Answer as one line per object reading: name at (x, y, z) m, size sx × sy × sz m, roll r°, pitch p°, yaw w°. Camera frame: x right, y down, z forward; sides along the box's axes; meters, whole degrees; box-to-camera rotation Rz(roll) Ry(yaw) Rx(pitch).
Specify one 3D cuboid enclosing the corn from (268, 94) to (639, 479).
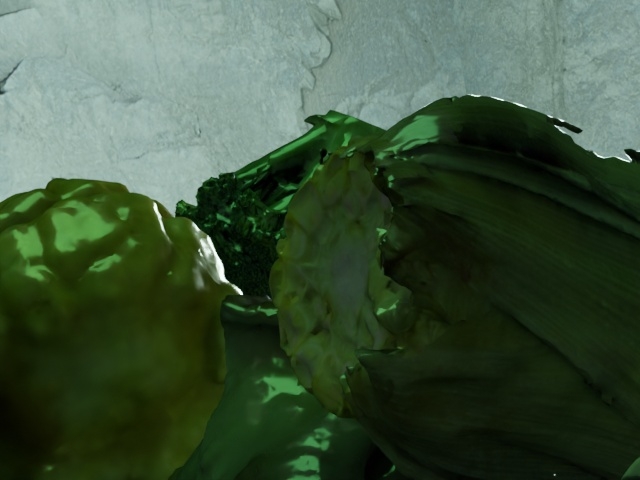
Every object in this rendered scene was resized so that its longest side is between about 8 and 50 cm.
corn at (0.117, 0.037, 0.519) m, size 0.305 × 0.122 × 0.123 m, roll 14°, pitch -53°, yaw -35°

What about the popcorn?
popcorn at (-0.131, 0.075, 0.776) m, size 0.203 × 0.226 × 0.200 m, roll 21°, pitch 11°, yaw -26°

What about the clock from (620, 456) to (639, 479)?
clock at (0.046, 0.116, 0.261) m, size 0.277 × 0.120 × 0.379 m, roll -15°, pitch 1°, yaw 26°

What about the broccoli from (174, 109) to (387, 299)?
broccoli at (0.000, 0.000, 1.249) m, size 0.269 × 0.241 × 0.261 m, roll 21°, pitch -7°, yaw 16°

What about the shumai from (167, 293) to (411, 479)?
shumai at (0.009, 0.086, 0.552) m, size 0.184 × 0.141 × 0.184 m, roll -10°, pitch 0°, yaw 0°
